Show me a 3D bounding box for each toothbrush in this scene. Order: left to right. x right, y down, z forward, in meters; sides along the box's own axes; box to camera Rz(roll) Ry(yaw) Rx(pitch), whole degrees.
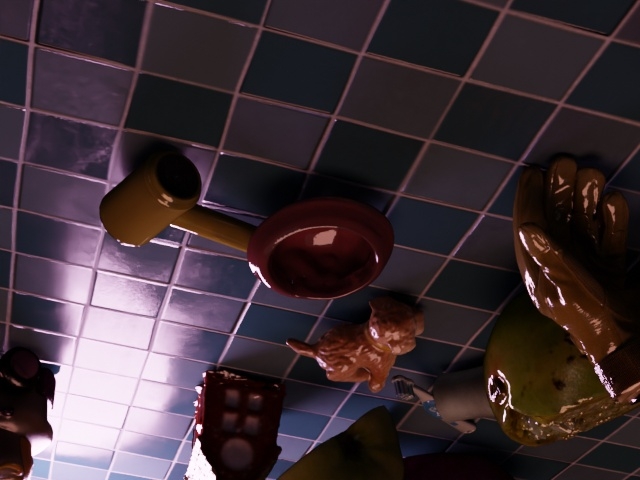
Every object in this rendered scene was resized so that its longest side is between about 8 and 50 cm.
[{"bbox_3d":[0.204,0.291,2.021,0.040,0.040,0.386,-10,158,22],"label":"toothbrush"}]

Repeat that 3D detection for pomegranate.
[{"bbox_3d":[0.397,0.151,1.682,0.358,0.216,0.310,-18,157,-19],"label":"pomegranate"}]

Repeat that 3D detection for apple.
[{"bbox_3d":[-0.010,0.464,2.107,0.311,0.320,0.360,20,135,-18],"label":"apple"}]

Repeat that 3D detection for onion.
[{"bbox_3d":[0.254,0.612,2.244,0.347,0.385,0.348,-5,135,-5],"label":"onion"}]

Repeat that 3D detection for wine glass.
[{"bbox_3d":[0.308,0.248,1.922,0.231,0.103,0.103,-16,141,34],"label":"wine glass"}]

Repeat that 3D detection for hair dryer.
[{"bbox_3d":[-0.152,-0.031,1.593,0.278,0.090,0.135,21,143,-32],"label":"hair dryer"}]

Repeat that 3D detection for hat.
[{"bbox_3d":[0.000,0.000,1.588,0.205,0.089,0.205,-3,138,-3],"label":"hat"}]

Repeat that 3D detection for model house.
[{"bbox_3d":[-0.159,0.390,2.079,0.160,0.254,0.196,9,148,-11],"label":"model house"}]

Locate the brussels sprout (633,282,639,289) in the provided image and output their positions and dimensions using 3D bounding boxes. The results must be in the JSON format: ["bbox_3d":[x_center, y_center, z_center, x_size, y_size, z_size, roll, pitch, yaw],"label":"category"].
[{"bbox_3d":[0.565,0.068,1.483,0.294,0.227,0.259,17,144,-34],"label":"brussels sprout"}]

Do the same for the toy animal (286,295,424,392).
[{"bbox_3d":[0.060,0.151,1.811,0.184,0.104,0.185,15,150,-16],"label":"toy animal"}]

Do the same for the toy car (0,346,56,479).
[{"bbox_3d":[-0.644,0.320,2.055,0.340,0.240,0.271,22,142,-29],"label":"toy car"}]

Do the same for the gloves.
[{"bbox_3d":[0.345,0.051,1.470,0.154,0.331,0.141,-25,168,-12],"label":"gloves"}]
